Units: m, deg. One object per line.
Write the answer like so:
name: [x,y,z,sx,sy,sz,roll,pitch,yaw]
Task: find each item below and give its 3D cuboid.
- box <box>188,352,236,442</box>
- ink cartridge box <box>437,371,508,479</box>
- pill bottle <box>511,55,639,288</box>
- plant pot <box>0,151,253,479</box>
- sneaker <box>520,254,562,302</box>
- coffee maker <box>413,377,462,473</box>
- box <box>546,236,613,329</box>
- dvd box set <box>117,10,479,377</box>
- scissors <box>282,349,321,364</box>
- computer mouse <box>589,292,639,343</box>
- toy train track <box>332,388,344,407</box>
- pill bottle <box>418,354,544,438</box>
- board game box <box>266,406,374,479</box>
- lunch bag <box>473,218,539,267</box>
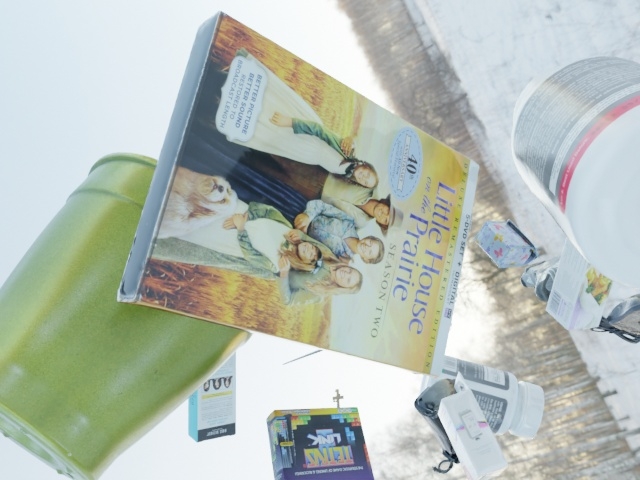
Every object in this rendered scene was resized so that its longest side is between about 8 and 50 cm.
box: [-0.256,0.340,1.343,0.100,0.060,0.244,0,-89,-34]
ink cartridge box: [0.295,0.381,1.154,0.115,0.067,0.198,79,170,-57]
pill bottle: [0.308,-0.098,0.605,0.176,0.176,0.318,57,-163,-20]
plant pot: [-0.302,0.127,0.811,0.366,0.366,0.353,55,-129,-26]
sneaker: [0.541,0.104,1.385,0.228,0.132,0.086,-26,-88,-45]
coffee maker: [0.322,0.468,1.436,0.178,0.120,0.171,55,-130,-21]
box: [0.429,-0.012,0.876,0.067,0.063,0.324,-121,32,-60]
dvd box set: [0.012,-0.024,0.671,0.420,0.062,0.308,22,-104,-33]
scissors: [0.045,0.262,1.449,0.109,0.297,0.021,169,82,-78]
computer mouse: [0.866,0.200,1.566,0.272,0.188,0.072,111,180,-66]
toy train track: [0.046,0.455,1.578,0.048,0.014,0.083,11,-109,-46]
pill bottle: [0.511,0.504,1.831,0.204,0.361,0.204,15,-90,-83]
board game box: [-0.001,0.368,0.991,0.170,0.048,0.141,5,-130,-26]
lunch bag: [0.302,0.003,0.909,0.083,0.053,0.071,2,-141,-34]
